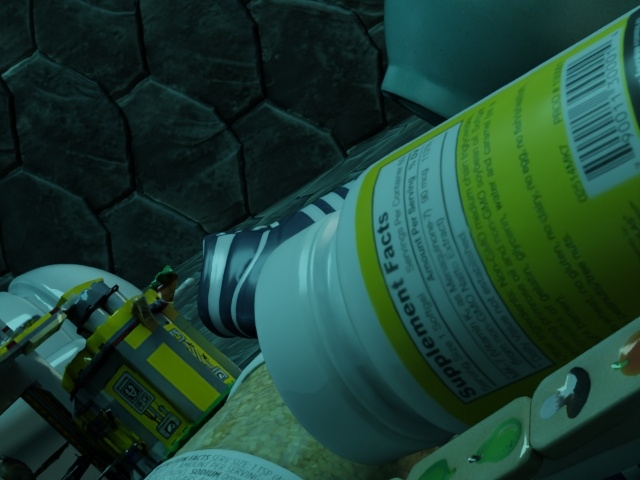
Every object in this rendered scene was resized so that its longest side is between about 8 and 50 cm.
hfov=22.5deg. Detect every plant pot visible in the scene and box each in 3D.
[{"bbox_3d":[0.172,-0.175,1.420,0.196,0.293,0.293,-61,6,1],"label":"plant pot"}]

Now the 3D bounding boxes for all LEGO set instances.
[{"bbox_3d":[-0.210,0.123,0.783,0.331,0.192,0.255,-46,-7,-19],"label":"LEGO set"}]

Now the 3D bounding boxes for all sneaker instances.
[{"bbox_3d":[0.000,0.000,1.452,0.153,0.099,0.282,-3,28,37],"label":"sneaker"}]

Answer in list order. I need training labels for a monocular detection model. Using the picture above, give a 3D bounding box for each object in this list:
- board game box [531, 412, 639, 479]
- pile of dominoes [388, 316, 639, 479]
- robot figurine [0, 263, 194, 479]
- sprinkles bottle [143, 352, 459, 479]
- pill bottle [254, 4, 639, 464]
[{"bbox_3d":[0.278,-0.079,0.649,0.390,0.050,0.390,-31,20,33],"label":"board game box"},{"bbox_3d":[0.038,0.108,0.423,0.251,0.040,0.196,-40,25,35],"label":"pile of dominoes"},{"bbox_3d":[-0.238,0.152,1.237,0.353,0.200,0.300,-37,0,-27],"label":"robot figurine"},{"bbox_3d":[-0.047,0.152,0.610,0.121,0.121,0.355,-30,8,36],"label":"sprinkles bottle"},{"bbox_3d":[0.082,0.002,0.586,0.208,0.119,0.119,-29,8,35],"label":"pill bottle"}]
